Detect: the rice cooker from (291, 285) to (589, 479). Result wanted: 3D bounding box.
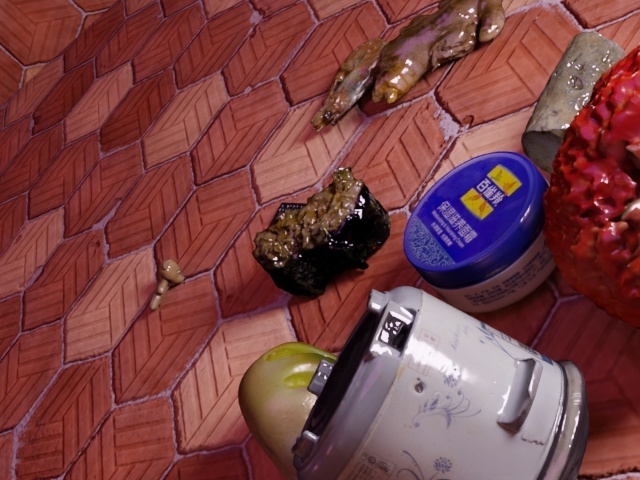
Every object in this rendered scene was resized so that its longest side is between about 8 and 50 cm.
[{"bbox_3d":[0.135,0.204,1.156,0.316,0.317,0.264,-20,29,35],"label":"rice cooker"}]

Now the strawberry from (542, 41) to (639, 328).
[{"bbox_3d":[0.371,-0.069,1.211,0.351,0.267,0.312,-129,53,-74],"label":"strawberry"}]

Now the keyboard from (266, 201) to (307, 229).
[{"bbox_3d":[-0.019,-0.037,1.852,0.198,0.010,0.064,5,60,52],"label":"keyboard"}]

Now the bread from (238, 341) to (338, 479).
[{"bbox_3d":[-0.022,0.211,1.445,0.158,0.156,0.261,-45,33,6],"label":"bread"}]

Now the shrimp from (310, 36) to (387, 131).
[{"bbox_3d":[0.050,-0.283,2.007,0.217,0.051,0.115,-56,27,-13],"label":"shrimp"}]

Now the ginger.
[{"bbox_3d":[0.213,-0.350,1.870,0.333,0.080,0.166,-36,48,5],"label":"ginger"}]

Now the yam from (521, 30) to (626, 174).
[{"bbox_3d":[0.353,-0.188,1.493,0.107,0.107,0.194,-1,53,49],"label":"yam"}]

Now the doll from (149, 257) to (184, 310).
[{"bbox_3d":[-0.289,0.079,2.001,0.093,0.051,0.061,-48,4,-7],"label":"doll"}]

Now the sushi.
[{"bbox_3d":[0.000,0.000,1.691,0.212,0.115,0.147,-32,40,18],"label":"sushi"}]

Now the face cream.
[{"bbox_3d":[0.220,-0.008,1.447,0.206,0.111,0.206,-29,36,24],"label":"face cream"}]
